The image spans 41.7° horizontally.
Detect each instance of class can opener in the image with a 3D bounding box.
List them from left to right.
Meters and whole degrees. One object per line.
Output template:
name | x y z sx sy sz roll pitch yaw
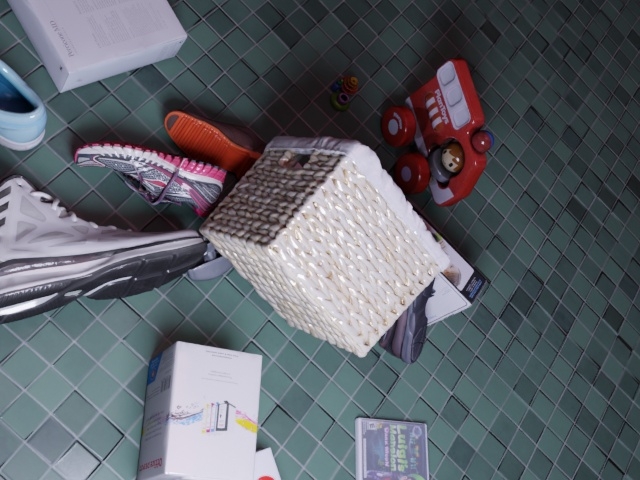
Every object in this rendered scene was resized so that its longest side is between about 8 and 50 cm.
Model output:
can opener | -0.168 -0.005 1.754 0.284 0.076 0.095 -27 117 -35

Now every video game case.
video game case | 0.152 0.473 1.761 0.173 0.022 0.190 11 66 -26

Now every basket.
basket | 0.000 0.000 1.611 0.266 0.328 0.331 -48 119 -17

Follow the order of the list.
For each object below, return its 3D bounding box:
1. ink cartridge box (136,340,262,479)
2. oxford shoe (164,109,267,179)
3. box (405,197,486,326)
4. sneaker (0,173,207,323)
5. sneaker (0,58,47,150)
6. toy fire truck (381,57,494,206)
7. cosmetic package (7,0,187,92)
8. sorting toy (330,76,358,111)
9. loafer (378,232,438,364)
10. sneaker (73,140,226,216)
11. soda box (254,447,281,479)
ink cartridge box | -0.219 0.324 1.519 0.168 0.171 0.232 13 65 -25
oxford shoe | -0.207 -0.210 1.802 0.271 0.097 0.098 30 39 -22
box | 0.207 0.045 1.878 0.290 0.169 0.087 45 52 -6
sneaker | -0.436 -0.025 1.523 0.448 0.169 0.257 -12 69 -34
sneaker | -0.656 -0.320 1.539 0.366 0.150 0.135 33 57 -15
toy fire truck | 0.295 -0.246 1.989 0.170 0.254 0.302 -7 74 -31
cosmetic package | -0.496 -0.523 1.744 0.284 0.097 0.377 -27 85 -36
sorting toy | 0.060 -0.364 2.030 0.061 0.042 0.101 33 58 -15
loafer | 0.179 0.118 1.780 0.109 0.095 0.302 -29 131 -54
sneaker | -0.340 -0.128 1.670 0.299 0.121 0.111 14 95 -16
soda box | -0.103 0.505 1.575 0.074 0.069 0.216 -13 78 -33
